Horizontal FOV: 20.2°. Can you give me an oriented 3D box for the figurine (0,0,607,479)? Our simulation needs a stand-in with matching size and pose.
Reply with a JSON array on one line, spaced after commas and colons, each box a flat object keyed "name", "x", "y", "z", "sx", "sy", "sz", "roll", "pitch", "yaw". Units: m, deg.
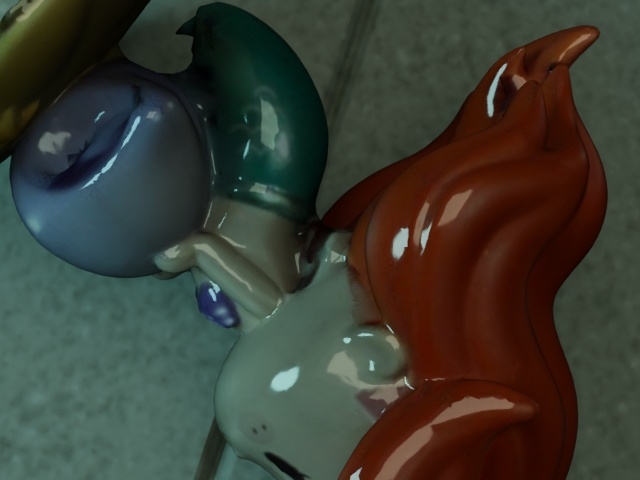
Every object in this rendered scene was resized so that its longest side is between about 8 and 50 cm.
[{"name": "figurine", "x": -0.001, "y": 0.002, "z": 0.641, "sx": 0.257, "sy": 0.181, "sz": 0.208, "roll": 43, "pitch": 49, "yaw": -6}]
